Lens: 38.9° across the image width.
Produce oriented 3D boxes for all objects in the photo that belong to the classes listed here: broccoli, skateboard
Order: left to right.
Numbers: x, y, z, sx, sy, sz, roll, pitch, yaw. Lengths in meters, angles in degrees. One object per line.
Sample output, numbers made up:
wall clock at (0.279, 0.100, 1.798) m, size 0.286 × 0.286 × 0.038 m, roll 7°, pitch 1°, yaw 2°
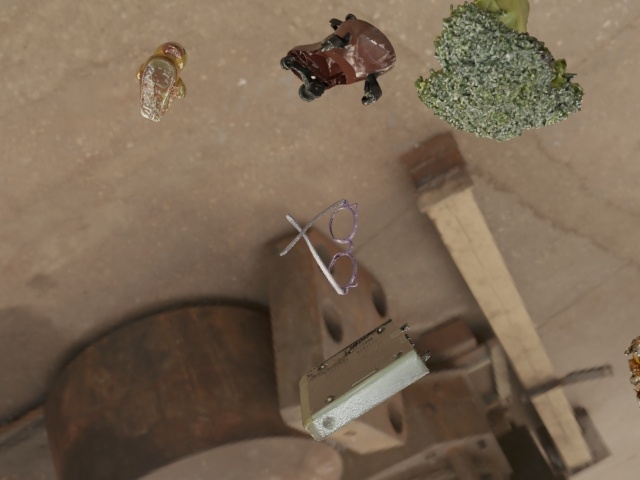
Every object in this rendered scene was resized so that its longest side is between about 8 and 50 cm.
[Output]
skateboard at (0.017, -0.168, 0.800) m, size 0.080 × 0.151 × 0.067 m, roll -48°, pitch 114°, yaw -13°
broccoli at (0.262, -0.340, 1.422) m, size 0.252 × 0.361 × 0.221 m, roll -4°, pitch 151°, yaw -20°

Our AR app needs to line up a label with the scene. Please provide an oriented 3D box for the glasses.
glasses at (0.000, 0.000, 1.268) m, size 0.063 × 0.139 × 0.104 m, roll -12°, pitch 160°, yaw 44°

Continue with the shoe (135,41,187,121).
shoe at (-0.222, -0.224, 1.258) m, size 0.072 × 0.069 × 0.109 m, roll 7°, pitch 119°, yaw 9°

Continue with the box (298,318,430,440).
box at (0.061, 0.200, 1.372) m, size 0.211 × 0.045 × 0.270 m, roll -33°, pitch -175°, yaw 2°

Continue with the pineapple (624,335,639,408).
pineapple at (0.469, 0.239, 1.017) m, size 0.263 × 0.271 × 0.262 m, roll 10°, pitch 130°, yaw 13°
